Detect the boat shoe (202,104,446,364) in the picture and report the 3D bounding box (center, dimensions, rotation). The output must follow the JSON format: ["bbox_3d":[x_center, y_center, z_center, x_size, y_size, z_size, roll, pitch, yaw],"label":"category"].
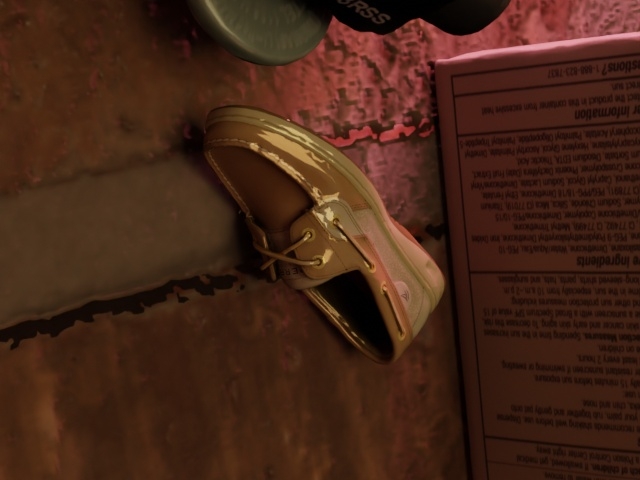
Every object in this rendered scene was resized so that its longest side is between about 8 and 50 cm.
[{"bbox_3d":[0.000,0.000,0.727,0.135,0.050,0.045,42,58,-32],"label":"boat shoe"}]

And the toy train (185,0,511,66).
[{"bbox_3d":[-0.053,-0.192,0.639,0.334,0.142,0.190,23,61,-35],"label":"toy train"}]

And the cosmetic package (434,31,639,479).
[{"bbox_3d":[0.153,0.059,0.793,0.129,0.153,0.296,-8,96,-40],"label":"cosmetic package"}]
